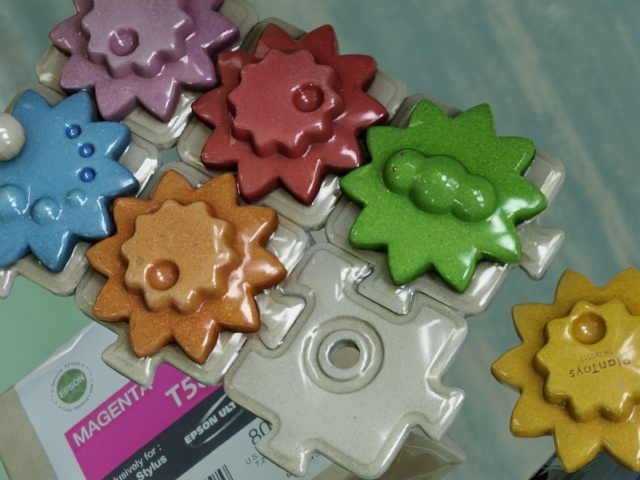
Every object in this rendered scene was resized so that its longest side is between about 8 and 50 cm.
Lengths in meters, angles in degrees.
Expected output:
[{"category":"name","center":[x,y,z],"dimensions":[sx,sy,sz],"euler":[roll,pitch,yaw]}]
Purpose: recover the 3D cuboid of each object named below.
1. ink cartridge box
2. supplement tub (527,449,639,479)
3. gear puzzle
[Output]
[{"category":"ink cartridge box","center":[-0.063,0.115,1.135],"dimensions":[0.234,0.088,0.193],"euler":[-39,59,11]},{"category":"supplement tub","center":[0.148,0.195,0.836],"dimensions":[0.207,0.207,0.338],"euler":[44,80,1]},{"category":"gear puzzle","center":[0.000,0.000,0.789],"dimensions":[0.339,0.044,0.175],"euler":[29,77,20]}]
